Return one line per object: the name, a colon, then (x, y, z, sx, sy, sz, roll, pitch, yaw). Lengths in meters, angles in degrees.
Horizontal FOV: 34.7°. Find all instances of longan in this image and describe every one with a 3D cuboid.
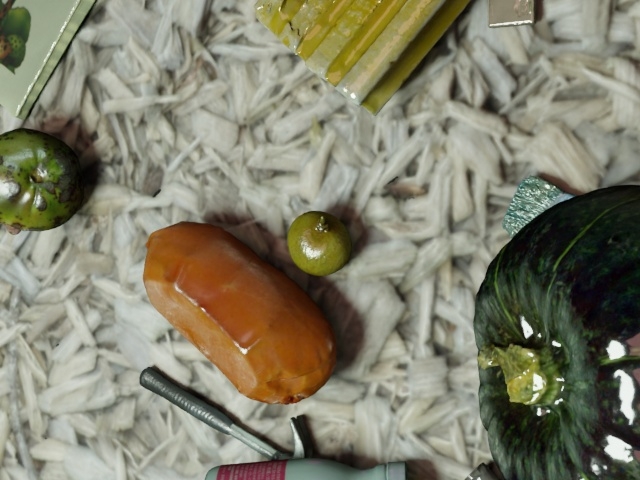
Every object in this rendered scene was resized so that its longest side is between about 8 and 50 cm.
longan: (0.000, 0.000, 1.127, 0.075, 0.083, 0.075, 4, 58, -6)

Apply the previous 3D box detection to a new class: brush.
brush: (0.280, 0.000, 1.033, 0.196, 0.021, 0.070, 27, 101, 22)

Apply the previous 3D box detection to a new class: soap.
soap: (0.077, -0.287, 1.066, 0.173, 0.089, 0.274, 44, 101, 18)

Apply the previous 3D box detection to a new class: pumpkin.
pumpkin: (0.275, 0.112, 0.888, 0.323, 0.241, 0.323, -2, 87, 62)

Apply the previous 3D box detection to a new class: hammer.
hammer: (-0.115, 0.209, 1.205, 0.246, 0.029, 0.103, 29, 101, 24)

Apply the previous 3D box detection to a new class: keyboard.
keyboard: (0.204, -0.307, 1.076, 0.055, 0.017, 0.165, 0, 89, 29)

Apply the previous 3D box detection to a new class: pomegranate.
pomegranate: (-0.366, -0.057, 1.271, 0.163, 0.138, 0.125, -66, 30, 30)

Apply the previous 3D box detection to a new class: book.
book: (-0.378, -0.378, 1.327, 0.260, 0.043, 0.371, 40, 105, 20)

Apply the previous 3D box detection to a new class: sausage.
sausage: (-0.091, 0.076, 1.141, 0.258, 0.133, 0.133, 38, 104, 21)

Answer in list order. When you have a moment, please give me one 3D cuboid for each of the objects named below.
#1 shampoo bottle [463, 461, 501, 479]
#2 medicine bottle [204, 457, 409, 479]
shampoo bottle: (0.214, 0.297, 1.046, 0.165, 0.040, 0.080, 45, 113, 19)
medicine bottle: (-0.013, 0.279, 1.101, 0.217, 0.090, 0.090, -6, 86, 7)
